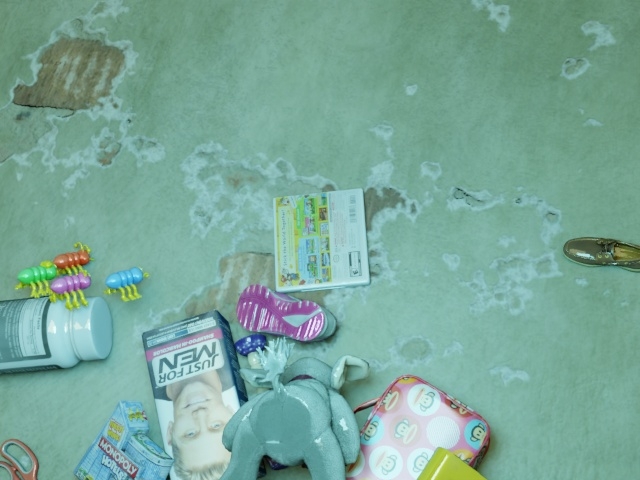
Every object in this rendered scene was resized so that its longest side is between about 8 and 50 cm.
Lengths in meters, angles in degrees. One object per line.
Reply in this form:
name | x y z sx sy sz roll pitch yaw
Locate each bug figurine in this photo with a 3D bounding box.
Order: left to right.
bug figurine | -0.519 0.074 1.885 0.279 0.216 0.072 14 110 37

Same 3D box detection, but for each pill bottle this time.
pill bottle | -0.605 0.200 1.889 0.283 0.161 0.161 -6 68 6

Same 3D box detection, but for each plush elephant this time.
plush elephant | -0.035 0.327 1.659 0.272 0.255 0.330 -3 93 19

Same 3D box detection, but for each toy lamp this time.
toy lamp | -0.112 0.333 1.803 0.080 0.080 0.274 -18 64 2

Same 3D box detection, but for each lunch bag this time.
lunch bag | 0.161 0.416 1.698 0.258 0.120 0.293 31 77 20

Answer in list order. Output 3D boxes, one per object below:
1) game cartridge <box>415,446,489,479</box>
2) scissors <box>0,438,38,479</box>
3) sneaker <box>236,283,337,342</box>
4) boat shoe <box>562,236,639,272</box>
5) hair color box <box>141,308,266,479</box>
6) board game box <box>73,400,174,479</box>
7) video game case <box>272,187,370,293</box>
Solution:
game cartridge | 0.235 0.583 1.576 0.285 0.053 0.323 38 76 -16
scissors | -0.584 0.535 1.827 0.297 0.021 0.109 35 76 22
sneaker | -0.071 0.165 1.852 0.252 0.111 0.103 16 83 38
boat shoe | 0.595 0.021 1.816 0.178 0.060 0.064 9 70 13
hair color box | -0.242 0.335 1.806 0.174 0.105 0.347 -18 67 2
board game box | -0.387 0.430 1.750 0.194 0.060 0.194 28 99 37
video game case | 0.000 0.000 1.943 0.206 0.026 0.227 -6 69 7
